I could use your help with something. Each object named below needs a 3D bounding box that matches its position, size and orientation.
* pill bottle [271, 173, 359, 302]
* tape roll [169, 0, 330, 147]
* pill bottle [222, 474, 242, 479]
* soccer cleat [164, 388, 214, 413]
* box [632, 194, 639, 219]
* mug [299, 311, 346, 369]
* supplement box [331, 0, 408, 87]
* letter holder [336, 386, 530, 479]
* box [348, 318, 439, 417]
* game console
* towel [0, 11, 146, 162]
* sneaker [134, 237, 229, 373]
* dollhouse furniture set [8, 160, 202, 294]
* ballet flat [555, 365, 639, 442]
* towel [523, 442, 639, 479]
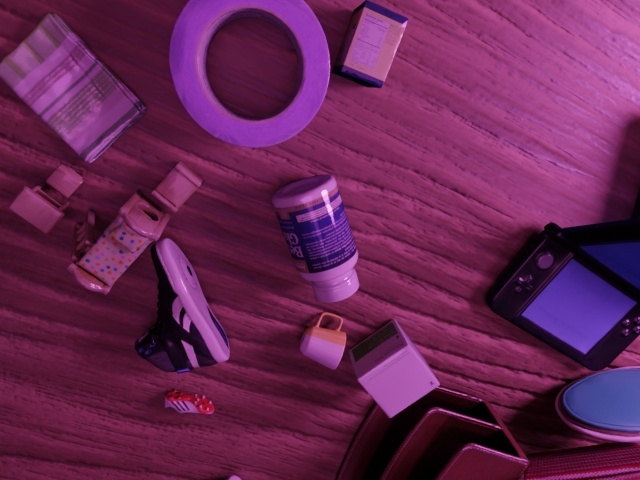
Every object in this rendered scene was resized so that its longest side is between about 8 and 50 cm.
[{"bbox_3d":[0.000,0.000,0.625,0.094,0.094,0.169,-19,110,0],"label":"pill bottle"},{"bbox_3d":[-0.086,-0.216,0.547,0.188,0.080,0.189,-2,109,-6],"label":"tape roll"},{"bbox_3d":[-0.201,0.487,0.779,0.137,0.078,0.078,-29,110,3],"label":"pill bottle"},{"bbox_3d":[-0.220,0.276,0.731,0.083,0.029,0.036,20,114,-10],"label":"soccer cleat"},{"bbox_3d":[0.673,-0.077,0.694,0.307,0.076,0.243,1,110,-8],"label":"box"},{"bbox_3d":[0.003,0.163,0.711,0.064,0.078,0.062,20,138,-5],"label":"mug"},{"bbox_3d":[0.059,-0.244,0.553,0.056,0.083,0.083,17,107,-13],"label":"supplement box"},{"bbox_3d":[0.167,0.419,0.766,0.214,0.152,0.302,20,105,-12],"label":"letter holder"},{"bbox_3d":[0.117,0.209,0.717,0.101,0.087,0.102,-36,110,6],"label":"box"},{"bbox_3d":[0.465,0.104,0.673,0.293,0.173,0.250,30,107,-15],"label":"game console"},{"bbox_3d":[-0.317,-0.190,0.556,0.113,0.023,0.152,-40,109,6],"label":"towel"},{"bbox_3d":[-0.230,0.112,0.642,0.121,0.079,0.217,-21,112,-1],"label":"sneaker"},{"bbox_3d":[-0.278,-0.054,0.562,0.161,0.101,0.182,41,100,-21],"label":"dollhouse furniture set"},{"bbox_3d":[0.631,0.295,0.803,0.400,0.139,0.139,-17,110,-2],"label":"ballet flat"},{"bbox_3d":[0.450,0.379,0.735,0.198,0.031,0.275,-21,155,20],"label":"towel"}]
